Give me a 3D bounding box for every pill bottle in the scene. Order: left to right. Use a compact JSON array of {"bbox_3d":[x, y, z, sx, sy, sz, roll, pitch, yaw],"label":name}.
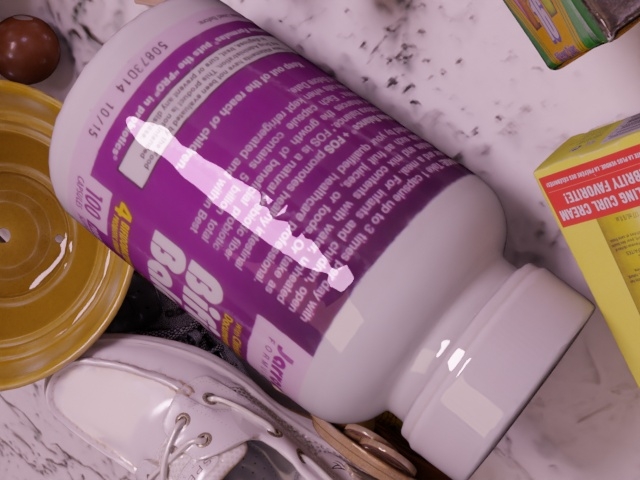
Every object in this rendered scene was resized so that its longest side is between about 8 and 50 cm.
[{"bbox_3d":[0.000,0.000,0.572,0.301,0.169,0.169,37,133,17],"label":"pill bottle"}]

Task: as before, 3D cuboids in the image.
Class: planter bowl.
[{"bbox_3d":[-0.239,-0.003,0.703,0.217,0.217,0.090,56,175,-3],"label":"planter bowl"}]

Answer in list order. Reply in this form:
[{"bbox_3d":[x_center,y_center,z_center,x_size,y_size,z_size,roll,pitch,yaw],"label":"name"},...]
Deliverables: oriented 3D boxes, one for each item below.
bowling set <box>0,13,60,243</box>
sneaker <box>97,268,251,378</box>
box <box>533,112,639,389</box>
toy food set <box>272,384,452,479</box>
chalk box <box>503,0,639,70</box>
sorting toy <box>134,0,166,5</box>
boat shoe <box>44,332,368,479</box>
[{"bbox_3d":[-0.306,-0.113,0.782,0.154,0.200,0.287,40,170,30],"label":"bowling set"},{"bbox_3d":[-0.105,0.085,0.757,0.269,0.101,0.153,33,129,16],"label":"sneaker"},{"bbox_3d":[0.206,0.043,0.510,0.087,0.058,0.232,-18,103,44],"label":"box"},{"bbox_3d":[0.046,0.130,0.635,0.132,0.038,0.192,31,180,-20],"label":"toy food set"},{"bbox_3d":[0.094,-0.193,0.374,0.132,0.132,0.213,-33,92,7],"label":"chalk box"},{"bbox_3d":[-0.098,-0.187,0.648,0.083,0.012,0.062,16,120,36],"label":"sorting toy"},{"bbox_3d":[-0.073,0.149,0.672,0.277,0.096,0.098,22,108,2],"label":"boat shoe"}]
